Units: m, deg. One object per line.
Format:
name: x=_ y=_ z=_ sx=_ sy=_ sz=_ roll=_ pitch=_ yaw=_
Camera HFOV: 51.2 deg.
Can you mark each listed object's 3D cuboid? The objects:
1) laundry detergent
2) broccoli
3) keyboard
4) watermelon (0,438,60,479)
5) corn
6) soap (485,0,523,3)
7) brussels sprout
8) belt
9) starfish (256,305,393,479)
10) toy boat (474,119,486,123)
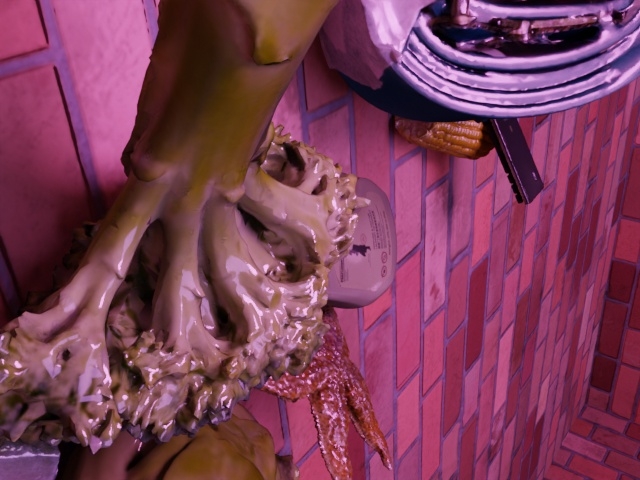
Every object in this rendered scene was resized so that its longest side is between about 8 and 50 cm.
laundry detergent: x=0.000 y=0.000 z=0.825 sx=0.253 sy=0.091 sz=0.181 roll=-2 pitch=90 yaw=-55
broccoli: x=-0.071 y=-0.053 z=0.521 sx=0.353 sy=0.275 sz=0.396 roll=-109 pitch=-144 yaw=-71
keyboard: x=0.275 y=-0.211 z=1.052 sx=0.106 sy=0.027 sz=0.316 roll=-35 pitch=103 yaw=-52
watermelon: x=-0.307 y=0.246 z=0.521 sx=0.154 sy=0.095 sz=0.241 roll=-1 pitch=109 yaw=-48
corn: x=0.208 y=-0.179 z=1.049 sx=0.244 sy=0.093 sz=0.093 roll=-2 pitch=107 yaw=-56
soap: x=0.274 y=-0.405 z=1.030 sx=0.203 sy=0.066 sz=0.122 roll=60 pitch=29 yaw=-49
brussels sprout: x=-0.143 y=0.311 z=0.621 sx=0.328 sy=0.247 sz=0.327 roll=-177 pitch=-90 yaw=-86
belt: x=0.215 y=-0.296 z=0.785 sx=0.437 sy=0.173 sz=0.300 roll=-14 pitch=102 yaw=-21
starfish: x=-0.002 y=0.168 z=0.810 sx=0.302 sy=0.060 sz=0.299 roll=59 pitch=25 yaw=4
toy boat: x=0.192 y=-0.305 z=0.920 sx=0.108 sy=0.099 sz=0.292 roll=-30 pitch=110 yaw=-48
